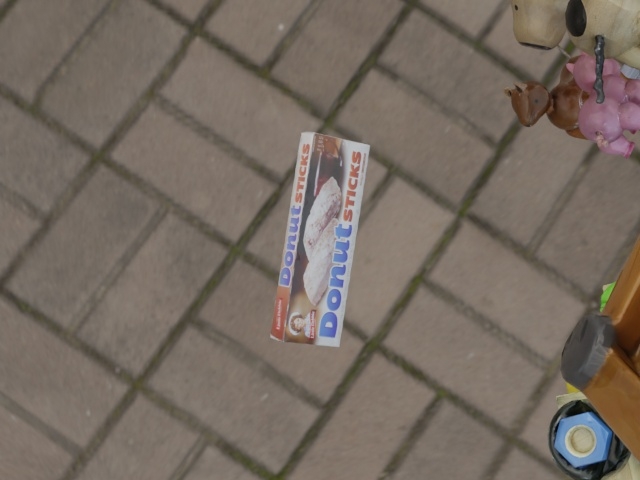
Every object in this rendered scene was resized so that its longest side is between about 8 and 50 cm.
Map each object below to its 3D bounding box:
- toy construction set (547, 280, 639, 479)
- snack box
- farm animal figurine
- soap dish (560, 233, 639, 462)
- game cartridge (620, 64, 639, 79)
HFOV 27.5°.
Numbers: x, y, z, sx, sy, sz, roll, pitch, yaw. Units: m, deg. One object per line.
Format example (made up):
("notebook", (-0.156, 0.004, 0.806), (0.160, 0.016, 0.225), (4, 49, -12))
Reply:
("toy construction set", (0.241, 0.134, 0.723), (0.215, 0.151, 0.328), (-16, 62, 24))
("snack box", (0.000, 0.000, 1.121), (0.064, 0.022, 0.178), (9, 90, -39))
("farm animal figurine", (0.258, -0.238, 1.183), (0.172, 0.330, 0.327), (28, 81, 1))
("soap dish", (0.178, -0.025, 0.305), (0.118, 0.229, 0.291), (22, 100, -9))
("game cartridge", (0.347, -0.193, 1.418), (0.017, 0.056, 0.083), (38, 105, 21))
